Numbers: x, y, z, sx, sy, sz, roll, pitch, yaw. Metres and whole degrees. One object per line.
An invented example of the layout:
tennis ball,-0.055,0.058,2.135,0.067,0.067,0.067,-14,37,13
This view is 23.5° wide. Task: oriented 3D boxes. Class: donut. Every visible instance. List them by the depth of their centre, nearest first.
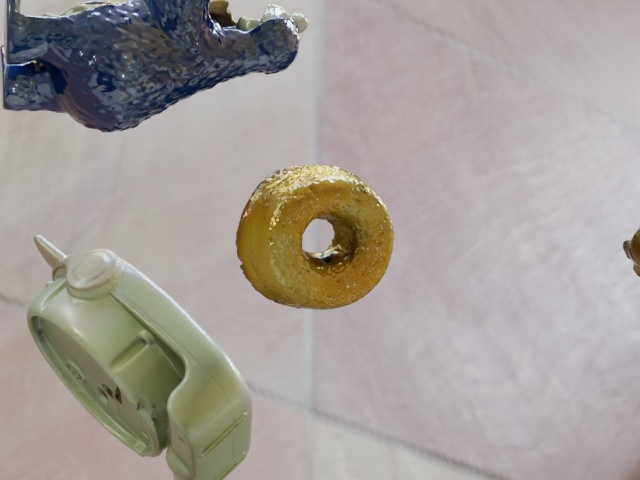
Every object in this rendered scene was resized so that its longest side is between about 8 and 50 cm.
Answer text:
donut,0.000,0.000,1.435,0.152,0.058,0.152,-5,102,-27

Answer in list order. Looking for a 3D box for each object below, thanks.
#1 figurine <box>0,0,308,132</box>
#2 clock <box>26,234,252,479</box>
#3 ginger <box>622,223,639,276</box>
figurine,-0.134,-0.151,1.244,0.262,0.164,0.121,-12,67,-5
clock,-0.218,0.135,1.727,0.324,0.265,0.108,41,68,18
ginger,0.330,-0.080,0.816,0.176,0.375,0.256,44,20,-47
